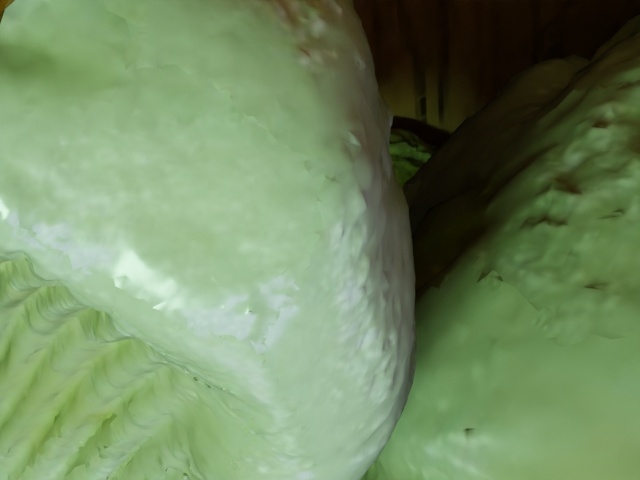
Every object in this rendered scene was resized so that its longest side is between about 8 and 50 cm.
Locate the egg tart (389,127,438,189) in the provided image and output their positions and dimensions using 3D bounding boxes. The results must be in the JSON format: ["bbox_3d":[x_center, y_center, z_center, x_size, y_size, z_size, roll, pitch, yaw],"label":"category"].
[{"bbox_3d":[0.000,0.000,0.674,0.105,0.039,0.105,-10,151,-5],"label":"egg tart"}]

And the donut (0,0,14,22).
[{"bbox_3d":[-0.070,-0.104,0.231,0.118,0.253,0.253,27,150,6],"label":"donut"}]

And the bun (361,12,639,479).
[{"bbox_3d":[0.107,0.072,0.611,0.219,0.365,0.365,22,166,26],"label":"bun"}]

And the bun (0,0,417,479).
[{"bbox_3d":[-0.064,-0.027,0.462,0.231,0.133,0.231,26,151,15],"label":"bun"}]
